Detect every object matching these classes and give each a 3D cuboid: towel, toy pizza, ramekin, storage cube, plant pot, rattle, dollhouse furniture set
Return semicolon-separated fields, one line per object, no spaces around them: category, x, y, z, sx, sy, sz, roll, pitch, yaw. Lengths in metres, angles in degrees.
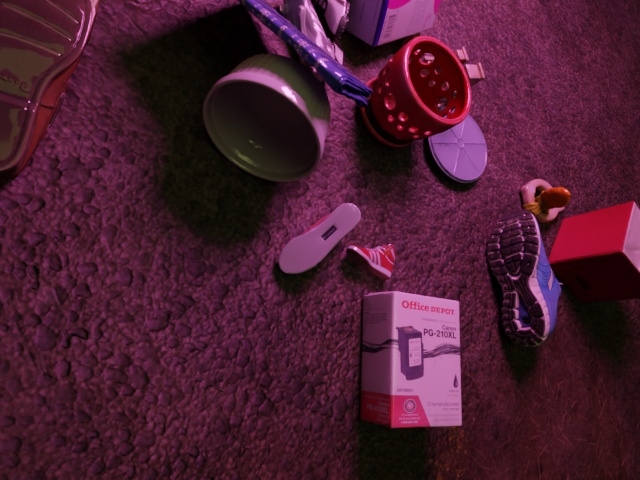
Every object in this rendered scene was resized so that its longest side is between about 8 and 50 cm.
towel;-0.060;-0.351;0.724;0.336;0.040;0.243;41;21;5
toy pizza;0.339;-0.238;1.060;0.201;0.032;0.201;7;76;-28
ramekin;-0.080;-0.208;0.714;0.207;0.207;0.109;35;55;-19
storage cube;0.785;0.040;1.159;0.183;0.193;0.215;44;60;-14
plant pot;0.196;-0.302;0.907;0.191;0.174;0.191;7;74;-28
rattle;0.664;-0.128;1.165;0.199;0.143;0.130;-1;61;-24
dollhouse furniture set;0.306;-0.433;1.010;0.101;0.161;0.182;-13;86;-32

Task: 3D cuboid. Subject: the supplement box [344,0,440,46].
supplement box;0.168;-0.538;0.962;0.220;0.111;0.114;-30;61;-32

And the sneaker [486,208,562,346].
sneaker;0.508;0.088;1.045;0.147;0.130;0.330;7;78;-44

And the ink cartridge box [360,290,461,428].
ink cartridge box;0.175;0.225;0.814;0.172;0.100;0.237;12;73;-28

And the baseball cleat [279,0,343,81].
baseball cleat;-0.015;-0.428;0.888;0.109;0.072;0.206;-14;90;-46

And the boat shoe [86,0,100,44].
boat shoe;-0.375;-0.378;0.667;0.045;0.050;0.135;15;71;-32

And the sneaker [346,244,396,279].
sneaker;0.106;0.024;0.856;0.118;0.042;0.067;35;67;-27

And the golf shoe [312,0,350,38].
golf shoe;0.007;-0.529;0.919;0.094;0.077;0.198;-4;74;-19

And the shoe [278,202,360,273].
shoe;0.000;0.000;0.791;0.178;0.081;0.063;-40;87;-2

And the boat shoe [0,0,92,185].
boat shoe;-0.409;-0.220;0.576;0.110;0.104;0.307;25;70;-25
